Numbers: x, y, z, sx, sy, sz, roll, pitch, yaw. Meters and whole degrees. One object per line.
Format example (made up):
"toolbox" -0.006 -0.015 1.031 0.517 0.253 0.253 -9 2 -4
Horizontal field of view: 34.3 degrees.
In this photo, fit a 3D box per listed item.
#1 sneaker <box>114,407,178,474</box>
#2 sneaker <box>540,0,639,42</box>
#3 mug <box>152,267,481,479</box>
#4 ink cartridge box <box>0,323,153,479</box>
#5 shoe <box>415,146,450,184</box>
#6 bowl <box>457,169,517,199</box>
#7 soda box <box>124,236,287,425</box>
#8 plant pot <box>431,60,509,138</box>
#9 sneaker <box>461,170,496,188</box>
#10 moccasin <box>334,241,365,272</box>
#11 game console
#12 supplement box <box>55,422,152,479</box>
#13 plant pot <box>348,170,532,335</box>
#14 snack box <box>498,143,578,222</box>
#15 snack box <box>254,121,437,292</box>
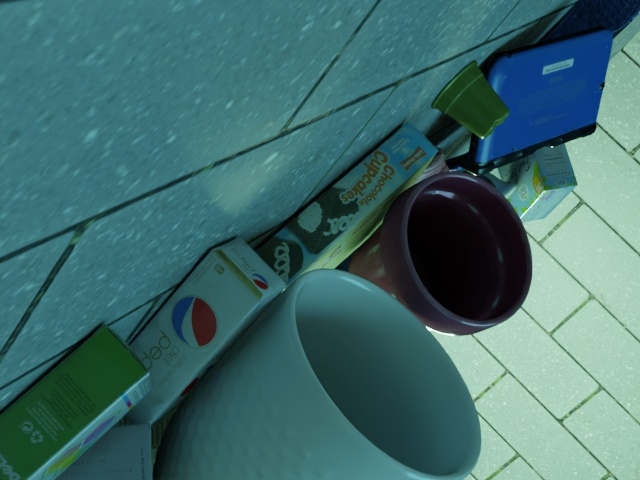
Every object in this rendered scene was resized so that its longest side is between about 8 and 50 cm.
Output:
"sneaker" -0.243 0.282 1.341 0.350 0.131 0.148 -33 174 -32
"sneaker" 0.420 -0.330 1.682 0.232 0.081 0.090 -37 172 6
"mug" 0.005 0.253 1.198 0.374 0.276 0.328 25 123 -35
"ink cartridge box" -0.248 0.175 0.932 0.209 0.062 0.109 -42 172 -16
"shoe" 0.102 -0.071 1.480 0.178 0.081 0.063 -21 -146 0
"bowl" 0.204 -0.038 1.872 0.298 0.134 0.298 -43 173 -7
"soda box" -0.135 0.098 1.073 0.216 0.074 0.069 -48 171 23
"plant pot" 0.202 -0.176 1.349 0.083 0.079 0.083 -44 172 -8
"sneaker" 0.175 -0.051 1.612 0.130 0.087 0.227 -30 -160 -26
"moccasin" 0.022 0.108 1.755 0.342 0.117 0.138 -46 172 7
"game console" 0.276 -0.202 1.578 0.293 0.173 0.250 -21 128 -38
"supplement box" -0.247 0.257 1.107 0.130 0.073 0.239 -2 158 -13
"plant pot" 0.135 0.035 1.316 0.201 0.201 0.180 -39 -175 -37
"snack box" 0.380 -0.157 1.890 0.070 0.207 0.174 -11 162 -12
"snack box" 0.000 0.000 1.299 0.322 0.060 0.187 -41 172 -25
